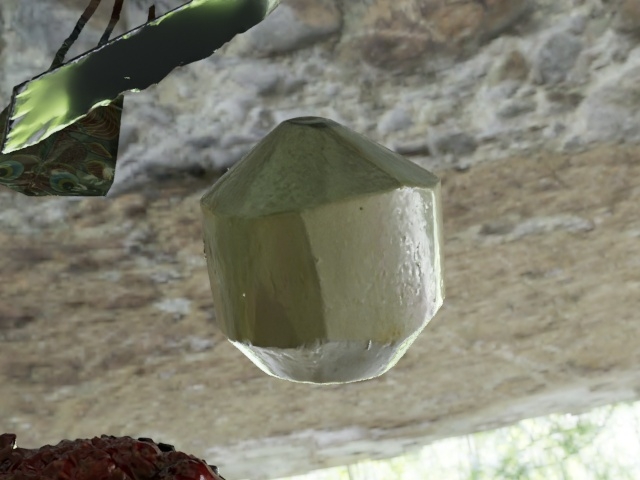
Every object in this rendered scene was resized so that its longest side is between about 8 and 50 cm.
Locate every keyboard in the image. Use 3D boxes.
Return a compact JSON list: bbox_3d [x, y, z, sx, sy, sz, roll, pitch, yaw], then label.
[{"bbox_3d":[-0.088,-0.109,0.550,0.196,0.015,0.074,-36,-9,-31],"label":"keyboard"}]

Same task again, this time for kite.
[{"bbox_3d":[-0.205,-0.128,0.880,0.127,0.229,0.016,17,-29,7],"label":"kite"}]

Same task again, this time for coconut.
[{"bbox_3d":[0.004,0.000,0.901,0.241,0.241,0.241,-7,-28,-4],"label":"coconut"}]

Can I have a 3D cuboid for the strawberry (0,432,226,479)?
[{"bbox_3d":[-0.162,0.244,0.733,0.220,0.274,0.274,-39,-37,14],"label":"strawberry"}]
